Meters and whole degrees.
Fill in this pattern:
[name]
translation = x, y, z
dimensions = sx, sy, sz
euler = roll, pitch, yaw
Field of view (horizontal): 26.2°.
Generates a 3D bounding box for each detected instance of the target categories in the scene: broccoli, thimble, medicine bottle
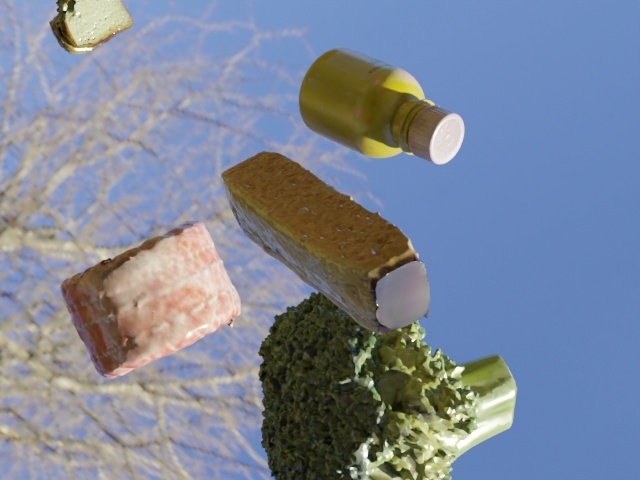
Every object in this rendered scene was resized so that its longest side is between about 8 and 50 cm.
[broccoli]
translation = 0.090, 0.218, 1.507
dimensions = 0.302, 0.249, 0.375
euler = -19, -99, -4
[thimble]
translation = -0.236, 0.086, 1.921
dimensions = 0.239, 0.239, 0.162
euler = -25, -89, 12
[medicine bottle]
translation = 0.084, -0.163, 1.762
dimensions = 0.212, 0.122, 0.122
euler = 28, -106, 37

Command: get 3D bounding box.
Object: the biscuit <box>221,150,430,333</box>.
[biscuit]
translation = 0.000, 0.000, 0.870
dimensions = 0.052, 0.056, 0.188
euler = -30, -144, -18

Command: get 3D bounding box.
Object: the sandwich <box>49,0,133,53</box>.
[sandwich]
translation = -0.279, -0.270, 1.619
dimensions = 0.036, 0.093, 0.105
euler = -14, -157, 46
